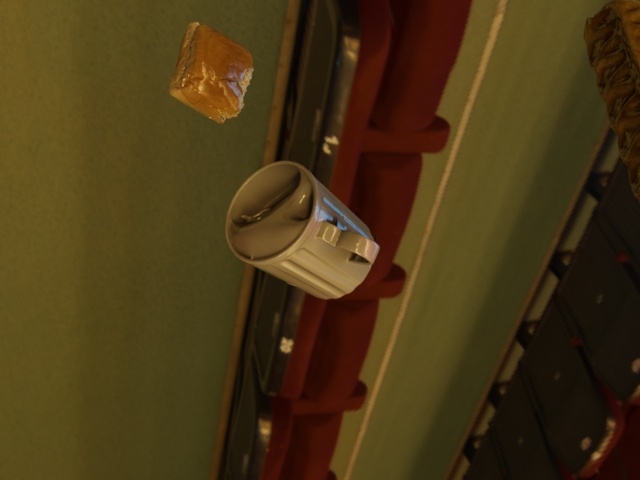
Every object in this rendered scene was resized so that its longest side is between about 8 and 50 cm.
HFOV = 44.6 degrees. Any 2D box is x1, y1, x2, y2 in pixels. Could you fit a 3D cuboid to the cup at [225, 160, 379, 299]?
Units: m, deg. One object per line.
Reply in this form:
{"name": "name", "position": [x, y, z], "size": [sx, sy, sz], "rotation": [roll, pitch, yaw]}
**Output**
{"name": "cup", "position": [-0.012, 0.009, 1.209], "size": [0.167, 0.221, 0.202], "rotation": [-44, 139, 9]}

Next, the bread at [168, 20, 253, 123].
{"name": "bread", "position": [-0.152, -0.240, 1.117], "size": [0.106, 0.082, 0.125], "rotation": [28, 73, -50]}

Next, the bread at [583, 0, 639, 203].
{"name": "bread", "position": [0.320, -0.095, 0.721], "size": [0.084, 0.367, 0.077], "rotation": [-6, 143, 6]}
